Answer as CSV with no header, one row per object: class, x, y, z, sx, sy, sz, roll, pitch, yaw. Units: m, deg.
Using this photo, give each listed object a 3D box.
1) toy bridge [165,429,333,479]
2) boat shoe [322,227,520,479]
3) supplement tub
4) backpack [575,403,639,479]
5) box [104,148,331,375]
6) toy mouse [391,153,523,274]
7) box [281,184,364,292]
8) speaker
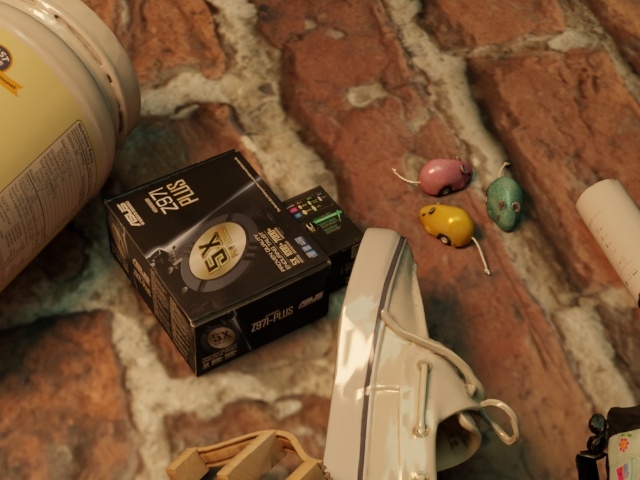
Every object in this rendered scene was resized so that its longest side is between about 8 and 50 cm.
toy bridge,-0.053,0.178,1.014,0.063,0.026,0.188,-40,20,-33
boat shoe,0.085,0.149,1.051,0.156,0.136,0.367,6,50,2
supplement tub,-0.337,-0.075,1.159,0.235,0.235,0.325,24,51,17
backpack,0.280,0.228,0.985,0.152,0.115,0.182,28,54,-22
box,-0.098,0.016,1.198,0.147,0.077,0.180,-23,53,-22
toy mouse,0.157,-0.054,1.310,0.161,0.031,0.143,36,55,26
box,0.000,0.000,1.229,0.052,0.062,0.083,-25,53,-23
speaker,0.306,0.003,1.252,0.055,0.055,0.136,-12,49,-15
